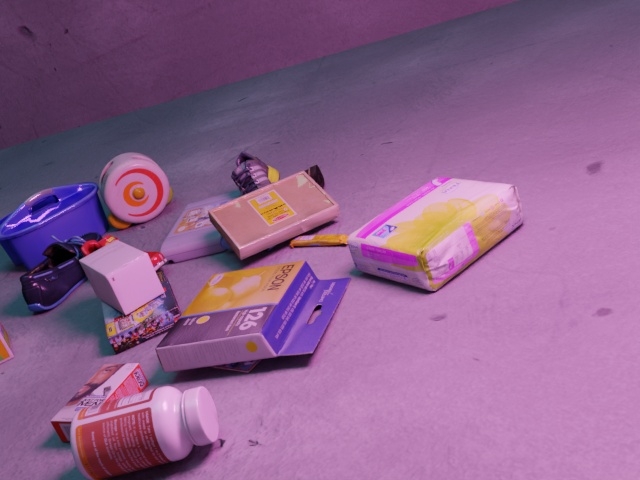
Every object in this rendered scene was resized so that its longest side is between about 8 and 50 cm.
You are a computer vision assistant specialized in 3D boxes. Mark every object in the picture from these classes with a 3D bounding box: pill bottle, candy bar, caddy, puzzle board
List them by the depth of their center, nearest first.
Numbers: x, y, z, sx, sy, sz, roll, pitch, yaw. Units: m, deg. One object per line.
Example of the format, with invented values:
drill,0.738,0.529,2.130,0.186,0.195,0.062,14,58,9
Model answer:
pill bottle,-0.281,0.306,1.348,0.216,0.121,0.121,-16,24,9
puzzle board,-0.136,0.205,1.588,0.096,0.011,0.128,0,31,38
candy bar,0.000,0.000,1.914,0.161,0.018,0.040,-3,25,34
caddy,-0.796,-0.060,2.452,0.341,0.179,0.241,-34,29,-31

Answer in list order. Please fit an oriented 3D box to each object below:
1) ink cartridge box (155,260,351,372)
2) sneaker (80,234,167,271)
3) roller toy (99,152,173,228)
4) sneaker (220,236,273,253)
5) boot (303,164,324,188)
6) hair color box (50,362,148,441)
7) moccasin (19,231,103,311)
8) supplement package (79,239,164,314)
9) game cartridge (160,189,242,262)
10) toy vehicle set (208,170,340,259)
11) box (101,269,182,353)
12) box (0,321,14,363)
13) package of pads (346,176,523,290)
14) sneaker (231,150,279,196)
ink cartridge box,-0.124,0.136,1.633,0.307,0.072,0.303,-12,20,21
sneaker,-0.504,0.043,2.081,0.279,0.118,0.107,-1,31,36
roller toy,-0.544,-0.151,2.436,0.209,0.191,0.146,-25,25,-13
sneaker,-0.176,0.002,1.991,0.162,0.063,0.073,-5,31,31
boot,-0.065,-0.121,2.177,0.137,0.077,0.198,-22,14,14
hair color box,-0.406,0.298,1.545,0.093,0.053,0.167,-7,26,29
moccasin,-0.663,0.052,2.184,0.137,0.117,0.342,-13,25,15
supplement package,-0.445,0.079,1.862,0.105,0.105,0.179,-31,25,-25
game cartridge,-0.288,-0.045,2.190,0.198,0.062,0.297,-17,23,15
toy vehicle set,-0.111,-0.065,1.978,0.267,0.035,0.166,-24,46,-19
box,-0.399,0.154,1.856,0.159,0.044,0.233,-24,24,-9
box,-0.791,0.186,1.889,0.103,0.203,0.114,-26,25,-15
package of pads,0.236,-0.024,1.683,0.296,0.101,0.229,-34,27,-29
sneaker,-0.177,-0.137,2.169,0.111,0.121,0.300,-45,23,13
